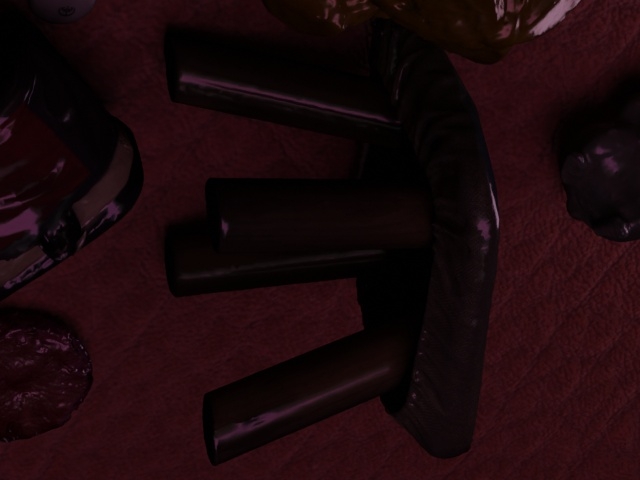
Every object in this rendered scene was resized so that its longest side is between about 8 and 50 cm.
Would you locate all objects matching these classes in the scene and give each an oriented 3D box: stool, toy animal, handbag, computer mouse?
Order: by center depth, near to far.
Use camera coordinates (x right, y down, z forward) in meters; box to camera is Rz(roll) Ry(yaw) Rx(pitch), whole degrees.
[{"bbox_3d":[-0.200,-0.213,1.391,0.056,0.032,0.110,-4,129,-17],"label":"computer mouse"},{"bbox_3d":[-0.274,-0.041,1.411,0.254,0.181,0.181,-33,129,12],"label":"handbag"},{"bbox_3d":[0.000,0.000,1.455,0.226,0.310,0.310,-7,129,-12],"label":"stool"},{"bbox_3d":[0.337,-0.104,1.632,0.251,0.127,0.125,-33,120,-10],"label":"toy animal"}]

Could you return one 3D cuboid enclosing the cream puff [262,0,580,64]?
[{"bbox_3d":[0.046,-0.258,1.291,0.274,0.270,0.323,-23,131,6],"label":"cream puff"}]

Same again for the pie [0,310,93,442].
[{"bbox_3d":[-0.283,0.127,1.637,0.154,0.036,0.154,-10,130,-12],"label":"pie"}]
